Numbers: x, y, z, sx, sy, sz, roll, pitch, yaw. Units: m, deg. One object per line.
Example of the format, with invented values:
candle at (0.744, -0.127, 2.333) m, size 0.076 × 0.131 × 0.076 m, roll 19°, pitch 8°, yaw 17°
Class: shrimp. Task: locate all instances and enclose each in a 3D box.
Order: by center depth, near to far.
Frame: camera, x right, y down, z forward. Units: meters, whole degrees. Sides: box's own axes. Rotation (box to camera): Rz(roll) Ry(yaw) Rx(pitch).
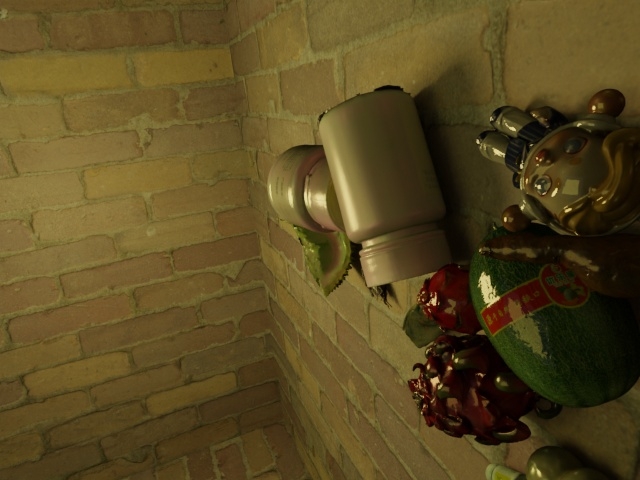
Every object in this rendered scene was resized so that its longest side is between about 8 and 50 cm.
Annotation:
shrimp at (0.160, 0.130, 1.230) m, size 0.065 × 0.057 × 0.165 m, roll -56°, pitch 38°, yaw 43°

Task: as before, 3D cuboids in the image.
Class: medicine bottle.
medicine bottle at (0.377, 0.484, 0.871) m, size 0.083 × 0.047 × 0.047 m, roll 150°, pitch 107°, yaw -68°
medicine bottle at (0.139, -0.106, 0.909) m, size 0.213 × 0.214 × 0.378 m, roll 149°, pitch 107°, yaw -69°
medicine bottle at (0.017, -0.139, 1.175) m, size 0.302 × 0.241 × 0.240 m, roll 21°, pitch 122°, yaw 56°

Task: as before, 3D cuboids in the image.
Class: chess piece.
chess piece at (0.410, 0.405, 0.638) m, size 0.243 × 0.133 × 0.133 m, roll -155°, pitch 55°, yaw -70°

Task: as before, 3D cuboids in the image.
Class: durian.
durian at (0.006, -0.005, 1.393) m, size 0.355 × 0.170 × 0.157 m, roll 57°, pitch 152°, yaw 32°

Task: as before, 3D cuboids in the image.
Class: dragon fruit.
dragon fruit at (0.285, 0.256, 0.754) m, size 0.218 × 0.199 × 0.272 m, roll 61°, pitch 156°, yaw 16°
dragon fruit at (0.257, 0.101, 0.757) m, size 0.166 × 0.136 × 0.132 m, roll 17°, pitch 107°, yaw 24°

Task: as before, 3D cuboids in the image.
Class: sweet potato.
sweet potato at (0.322, 0.025, 0.494) m, size 0.270 × 0.075 × 0.074 m, roll 10°, pitch 119°, yaw 24°

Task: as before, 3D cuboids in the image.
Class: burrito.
burrito at (0.260, 0.155, 0.955) m, size 0.096 × 0.066 × 0.309 m, roll 56°, pitch 153°, yaw 23°

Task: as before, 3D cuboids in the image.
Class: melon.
melon at (0.315, 0.087, 0.611) m, size 0.182 × 0.183 × 0.287 m, roll 105°, pitch 148°, yaw -52°

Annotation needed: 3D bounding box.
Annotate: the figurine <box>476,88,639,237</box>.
figurine at (0.313, -0.095, 0.587) m, size 0.193 × 0.133 × 0.274 m, roll -68°, pitch 23°, yaw 3°
